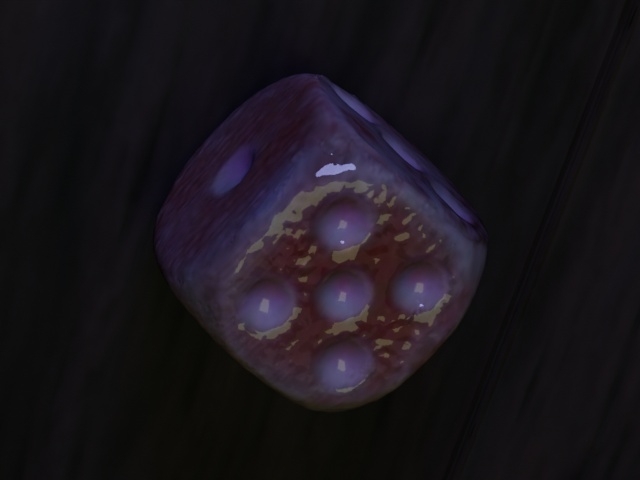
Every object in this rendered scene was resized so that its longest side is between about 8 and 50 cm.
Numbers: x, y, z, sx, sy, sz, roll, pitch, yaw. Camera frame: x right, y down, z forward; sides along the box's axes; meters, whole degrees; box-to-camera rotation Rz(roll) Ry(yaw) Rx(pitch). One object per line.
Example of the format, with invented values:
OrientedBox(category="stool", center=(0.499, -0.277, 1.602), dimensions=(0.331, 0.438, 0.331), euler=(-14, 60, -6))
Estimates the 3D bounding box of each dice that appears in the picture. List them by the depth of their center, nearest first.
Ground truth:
OrientedBox(category="dice", center=(0.000, 0.000, 0.695), dimensions=(0.094, 0.093, 0.091), euler=(-44, 117, 10))
